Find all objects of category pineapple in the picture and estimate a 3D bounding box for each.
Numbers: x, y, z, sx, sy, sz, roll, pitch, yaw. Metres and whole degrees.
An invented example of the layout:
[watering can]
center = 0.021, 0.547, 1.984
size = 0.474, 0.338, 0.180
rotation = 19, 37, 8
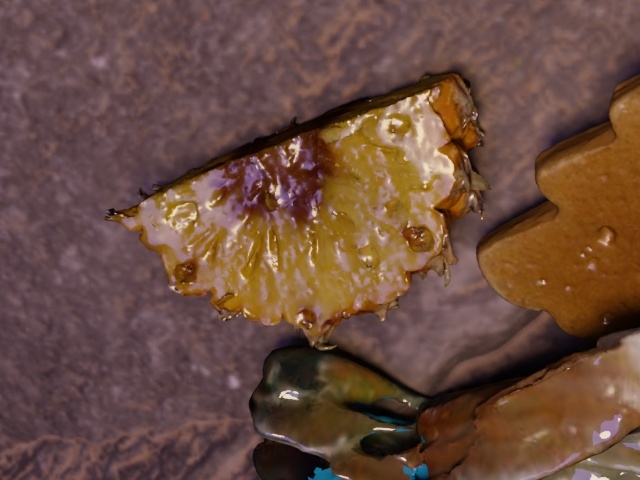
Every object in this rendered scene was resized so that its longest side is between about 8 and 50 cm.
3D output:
[pineapple]
center = 0.000, -0.001, 0.682
size = 0.233, 0.079, 0.135
rotation = -15, 108, 27

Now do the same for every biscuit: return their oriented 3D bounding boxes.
[biscuit]
center = 0.194, -0.010, 0.598
size = 0.212, 0.041, 0.239
rotation = 20, 133, 12

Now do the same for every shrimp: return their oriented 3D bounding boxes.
[shrimp]
center = 0.161, 0.123, 0.639
size = 0.445, 0.110, 0.221
rotation = 3, 130, 23
